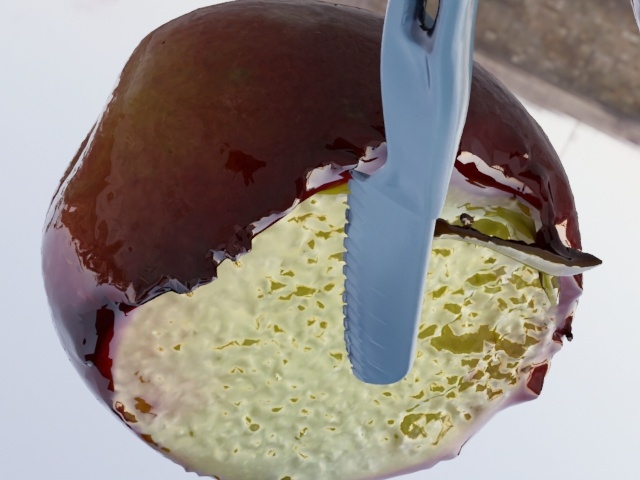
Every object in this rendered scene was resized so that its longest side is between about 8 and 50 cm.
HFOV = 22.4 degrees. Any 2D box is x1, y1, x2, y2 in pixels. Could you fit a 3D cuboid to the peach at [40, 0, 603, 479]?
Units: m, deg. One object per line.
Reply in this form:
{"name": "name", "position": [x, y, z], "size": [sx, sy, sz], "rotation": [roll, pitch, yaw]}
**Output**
{"name": "peach", "position": [-0.018, -0.011, 1.164], "size": [0.406, 0.335, 0.310], "rotation": [2, -141, -28]}

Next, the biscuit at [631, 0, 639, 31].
{"name": "biscuit", "position": [0.226, -0.129, 0.921], "size": [0.047, 0.334, 0.202], "rotation": [-15, 166, -8]}

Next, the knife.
{"name": "knife", "position": [0.029, -0.013, 0.633], "size": [0.044, 0.019, 0.313], "rotation": [28, 151, 15]}
